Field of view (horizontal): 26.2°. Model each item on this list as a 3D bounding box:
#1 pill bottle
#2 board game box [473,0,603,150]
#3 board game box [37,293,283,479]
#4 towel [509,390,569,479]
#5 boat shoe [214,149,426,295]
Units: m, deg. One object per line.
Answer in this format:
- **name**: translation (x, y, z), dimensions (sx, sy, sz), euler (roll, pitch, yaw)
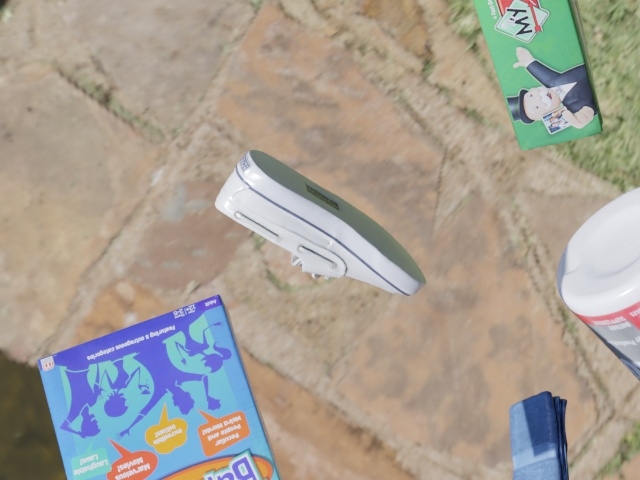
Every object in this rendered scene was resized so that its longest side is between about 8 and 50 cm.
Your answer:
- **pill bottle**: translation (0.383, 0.090, 1.388), dimensions (0.161, 0.161, 0.283), euler (-35, 115, 26)
- **board game box**: translation (0.088, -0.229, 0.730), dimensions (0.046, 0.317, 0.213), euler (-15, 130, 15)
- **board game box**: translation (-0.121, 0.165, 1.088), dimensions (0.160, 0.047, 0.210), euler (-21, 64, -2)
- **towel**: translation (0.223, 0.218, 1.402), dimensions (0.029, 0.119, 0.067), euler (21, 147, -35)
- **boat shoe**: translation (0.000, 0.000, 1.597), dimensions (0.268, 0.096, 0.088), euler (31, 111, -24)
